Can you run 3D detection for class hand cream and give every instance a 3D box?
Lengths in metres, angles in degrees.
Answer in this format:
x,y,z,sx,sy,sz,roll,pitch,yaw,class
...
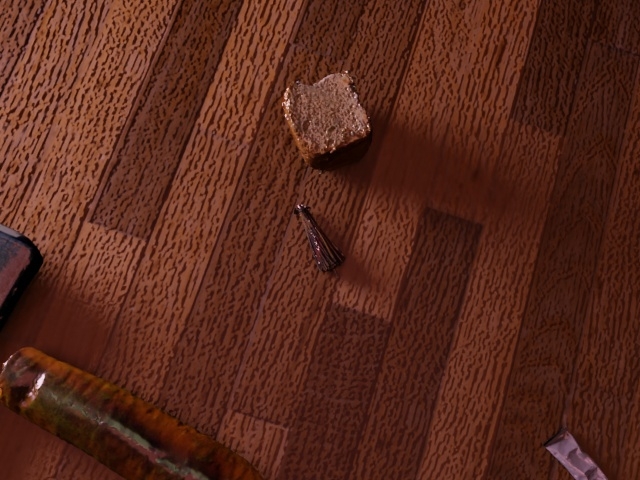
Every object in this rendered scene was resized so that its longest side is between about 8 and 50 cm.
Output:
x,y,z,sx,sy,sz,roll,pitch,yaw,class
0.252,0.221,0.641,0.030,0.019,0.093,-38,76,-11,hand cream

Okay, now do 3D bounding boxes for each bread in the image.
x,y,z,sx,sy,sz,roll,pitch,yaw,class
0.004,-0.114,0.664,0.076,0.070,0.083,-21,78,-11,bread

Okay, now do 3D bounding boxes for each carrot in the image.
x,y,z,sx,sy,sz,roll,pitch,yaw,class
-0.157,0.176,0.582,0.260,0.070,0.070,29,75,3,carrot

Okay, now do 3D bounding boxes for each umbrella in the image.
x,y,z,sx,sy,sz,roll,pitch,yaw,class
0.000,0.001,0.664,0.031,0.020,0.083,-28,76,-12,umbrella

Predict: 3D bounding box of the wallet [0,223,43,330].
x,y,z,sx,sy,sz,roll,pitch,yaw,class
-0.406,0.135,0.574,0.190,0.046,0.379,24,76,2,wallet
